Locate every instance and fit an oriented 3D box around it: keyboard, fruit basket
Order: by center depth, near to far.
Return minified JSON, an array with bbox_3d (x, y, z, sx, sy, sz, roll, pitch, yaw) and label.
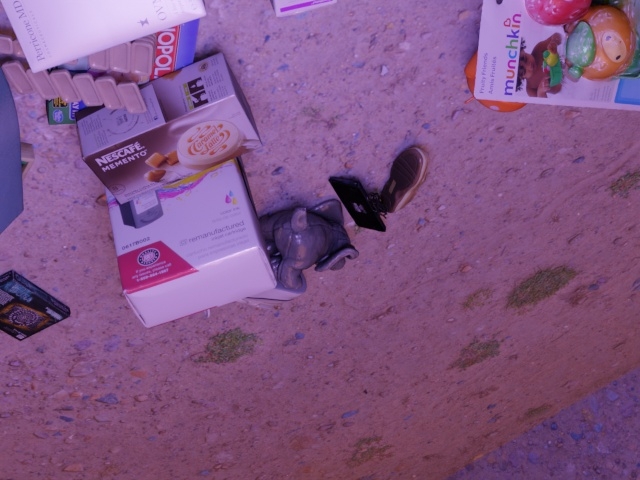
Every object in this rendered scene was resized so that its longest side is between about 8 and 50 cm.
[{"bbox_3d":[0.402,-0.363,1.401,0.352,0.165,0.327,0,101,-29],"label":"fruit basket"},{"bbox_3d":[0.091,-0.077,1.861,0.100,0.038,0.192,15,160,27],"label":"keyboard"}]

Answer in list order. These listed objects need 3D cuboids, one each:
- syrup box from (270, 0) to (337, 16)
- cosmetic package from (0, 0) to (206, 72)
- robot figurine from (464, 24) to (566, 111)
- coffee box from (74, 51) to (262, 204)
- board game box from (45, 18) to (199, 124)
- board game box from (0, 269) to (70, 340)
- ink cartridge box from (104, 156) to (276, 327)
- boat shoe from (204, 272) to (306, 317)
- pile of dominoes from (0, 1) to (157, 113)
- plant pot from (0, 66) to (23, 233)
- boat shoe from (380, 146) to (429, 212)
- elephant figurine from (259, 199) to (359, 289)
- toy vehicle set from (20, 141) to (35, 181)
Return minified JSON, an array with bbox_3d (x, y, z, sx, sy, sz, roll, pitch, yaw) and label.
[{"bbox_3d":[-0.037,-0.423,1.254,0.096,0.093,0.237,-14,147,-8],"label":"syrup box"},{"bbox_3d":[-0.278,-0.351,1.118,0.224,0.138,0.224,-19,116,1],"label":"cosmetic package"},{"bbox_3d":[0.330,-0.306,1.577,0.128,0.158,0.219,34,134,3],"label":"robot figurine"},{"bbox_3d":[-0.231,-0.169,1.438,0.246,0.098,0.141,-21,147,3],"label":"coffee box"},{"bbox_3d":[-0.287,-0.297,1.357,0.213,0.046,0.317,-5,144,-19],"label":"board game box"},{"bbox_3d":[-0.596,0.130,1.838,0.126,0.026,0.186,-25,146,9],"label":"board game box"},{"bbox_3d":[-0.221,-0.040,1.523,0.226,0.306,0.131,-19,147,0],"label":"ink cartridge box"},{"bbox_3d":[-0.196,0.079,1.887,0.156,0.136,0.367,-34,154,26],"label":"boat shoe"},{"bbox_3d":[-0.356,-0.273,1.298,0.251,0.040,0.196,9,141,-6],"label":"pile of dominoes"},{"bbox_3d":[-0.535,-0.145,1.238,0.247,0.247,0.252,8,107,-5],"label":"plant pot"},{"bbox_3d":[0.177,-0.125,1.831,0.072,0.068,0.190,-18,161,-25],"label":"boat shoe"},{"bbox_3d":[0.000,0.000,1.864,0.239,0.186,0.170,-7,103,-36],"label":"elephant figurine"},{"bbox_3d":[-0.609,-0.110,1.474,0.266,0.035,0.166,9,137,-36],"label":"toy vehicle set"}]
